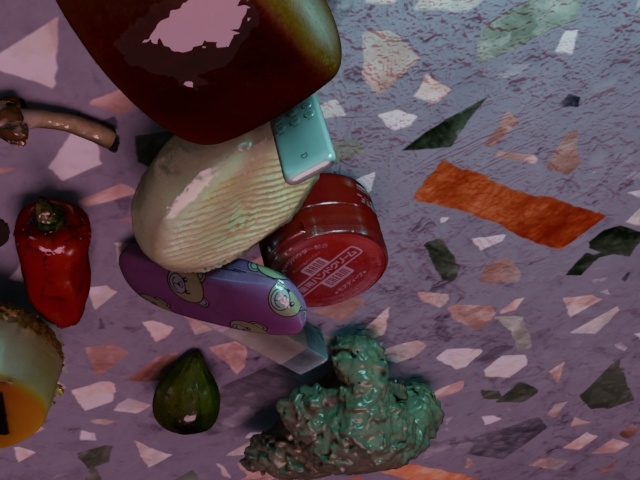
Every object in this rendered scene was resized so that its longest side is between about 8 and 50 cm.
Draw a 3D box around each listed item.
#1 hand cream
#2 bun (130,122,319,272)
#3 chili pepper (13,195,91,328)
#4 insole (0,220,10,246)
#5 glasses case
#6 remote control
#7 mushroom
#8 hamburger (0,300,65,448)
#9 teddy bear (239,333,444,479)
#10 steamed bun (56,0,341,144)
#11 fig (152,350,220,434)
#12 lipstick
[{"bbox_3d":[0.000,0.000,1.676,0.193,0.125,0.193,-9,141,-8],"label":"hand cream"},{"bbox_3d":[-0.138,-0.085,1.487,0.287,0.146,0.287,-35,157,-18],"label":"bun"},{"bbox_3d":[-0.387,0.034,1.617,0.110,0.110,0.387,-5,147,-12],"label":"chili pepper"},{"bbox_3d":[-0.612,-0.004,1.569,0.328,0.007,0.111,-1,139,-17],"label":"insole"},{"bbox_3d":[-0.164,0.070,1.642,0.316,0.076,0.123,11,143,28],"label":"glasses case"},{"bbox_3d":[-0.034,-0.162,1.351,0.067,0.261,0.029,-27,130,10],"label":"remote control"},{"bbox_3d":[-0.343,-0.143,1.443,0.187,0.061,0.060,9,131,-33],"label":"mushroom"},{"bbox_3d":[-0.537,0.196,1.700,0.276,0.179,0.294,1,141,-4],"label":"hamburger"},{"bbox_3d":[0.015,0.354,2.105,0.368,0.224,0.357,-16,147,27],"label":"teddy bear"},{"bbox_3d":[-0.132,-0.259,1.208,0.235,0.248,0.379,-27,140,14],"label":"steamed bun"},{"bbox_3d":[-0.238,0.267,1.969,0.123,0.123,0.156,0,102,-18],"label":"fig"},{"bbox_3d":[-0.110,0.139,1.862,0.068,0.066,0.317,-32,139,23],"label":"lipstick"}]
